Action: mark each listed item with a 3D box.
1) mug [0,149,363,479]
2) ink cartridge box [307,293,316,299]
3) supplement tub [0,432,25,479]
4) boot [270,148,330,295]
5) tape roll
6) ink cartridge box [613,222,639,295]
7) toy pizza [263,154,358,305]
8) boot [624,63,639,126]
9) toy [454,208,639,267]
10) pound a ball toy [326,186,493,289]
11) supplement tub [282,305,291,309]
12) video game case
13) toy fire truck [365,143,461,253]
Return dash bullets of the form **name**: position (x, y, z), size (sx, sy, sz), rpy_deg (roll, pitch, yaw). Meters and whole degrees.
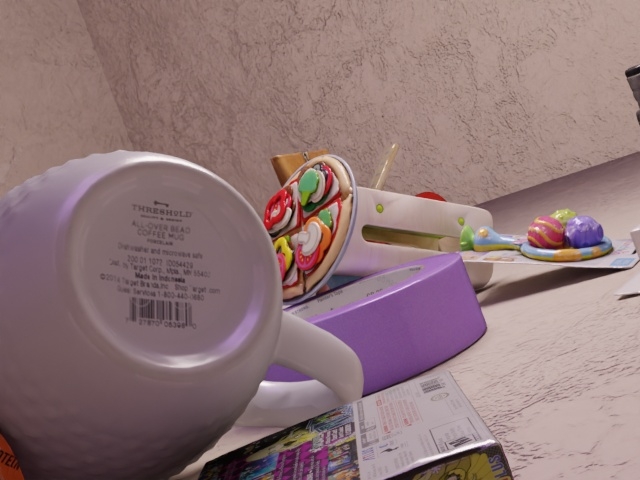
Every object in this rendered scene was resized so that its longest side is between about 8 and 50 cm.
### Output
- **mug**: position (-0.140, 0.089, 0.808), size (0.374, 0.276, 0.328), rpy_deg (21, -30, -23)
- **ink cartridge box**: position (-0.161, 0.118, 1.568), size (0.279, 0.161, 0.384), rpy_deg (-18, 4, 41)
- **supplement tub**: position (-0.344, 0.216, 0.570), size (0.193, 0.194, 0.316), rpy_deg (-19, 2, 32)
- **boot**: position (0.000, 0.000, 1.398), size (0.096, 0.281, 0.264), rpy_deg (-20, 2, 34)
- **tape roll**: position (0.044, 0.102, 1.073), size (0.274, 0.090, 0.275), rpy_deg (-21, 3, 1)
- **ink cartridge box**: position (0.382, -0.008, 0.916), size (0.198, 0.067, 0.115), rpy_deg (-19, 3, 42)
- **toy pizza**: position (-0.026, -0.017, 1.194), size (0.032, 0.201, 0.201), rpy_deg (22, -24, -32)
- **boot**: position (0.422, -0.116, 1.140), size (0.118, 0.223, 0.338), rpy_deg (-19, 3, 21)
- **toy**: position (0.287, -0.007, 1.189), size (0.237, 0.056, 0.137), rpy_deg (-2, 14, 34)
- **pound a ball toy**: position (0.093, 0.021, 1.339), size (0.319, 0.136, 0.208), rpy_deg (8, -10, -36)
- **supplement tub**: position (-0.061, 0.136, 1.407), size (0.071, 0.071, 0.107), rpy_deg (-18, 3, 43)
- **video game case**: position (0.009, 0.159, 0.635), size (0.210, 0.042, 0.232), rpy_deg (-21, 2, 1)
- **toy fire truck**: position (0.152, -0.055, 1.759), size (0.158, 0.247, 0.217), rpy_deg (-23, 3, -38)
